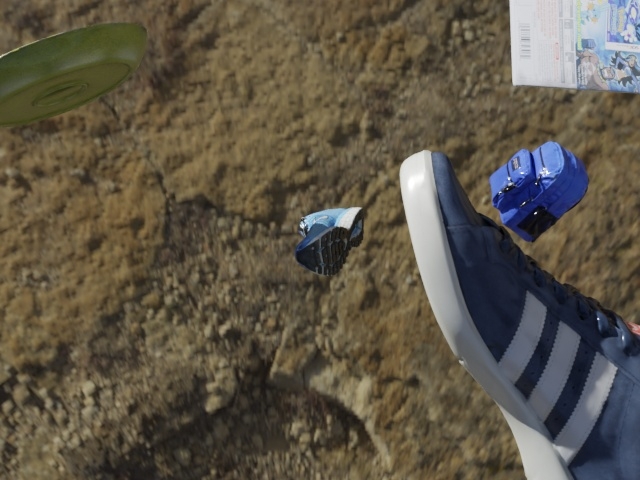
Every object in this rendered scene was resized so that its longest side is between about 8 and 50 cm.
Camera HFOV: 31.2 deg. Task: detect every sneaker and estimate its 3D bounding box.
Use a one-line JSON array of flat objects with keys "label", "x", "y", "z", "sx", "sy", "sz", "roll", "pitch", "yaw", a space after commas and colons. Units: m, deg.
[{"label": "sneaker", "x": 0.184, "y": 0.073, "z": 0.827, "sx": 0.148, "sy": 0.131, "sz": 0.350, "roll": -27, "pitch": 100, "yaw": 13}, {"label": "sneaker", "x": 0.000, "y": 0.000, "z": 1.461, "sx": 0.073, "sy": 0.063, "sz": 0.162, "roll": 7, "pitch": 19, "yaw": 20}]

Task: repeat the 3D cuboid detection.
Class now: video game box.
[{"label": "video game box", "x": 0.272, "y": -0.249, "z": 1.122, "sx": 0.048, "sy": 0.205, "sz": 0.187, "roll": -20, "pitch": 23, "yaw": -39}]

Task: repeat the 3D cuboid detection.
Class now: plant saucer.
[{"label": "plant saucer", "x": -0.306, "y": -0.183, "z": 1.320, "sx": 0.241, "sy": 0.241, "sz": 0.037, "roll": -21, "pitch": 88, "yaw": -10}]

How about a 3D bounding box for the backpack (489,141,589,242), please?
[{"label": "backpack", "x": 0.295, "y": -0.073, "z": 1.545, "sx": 0.101, "sy": 0.120, "sz": 0.098, "roll": 32, "pitch": 35, "yaw": -29}]
